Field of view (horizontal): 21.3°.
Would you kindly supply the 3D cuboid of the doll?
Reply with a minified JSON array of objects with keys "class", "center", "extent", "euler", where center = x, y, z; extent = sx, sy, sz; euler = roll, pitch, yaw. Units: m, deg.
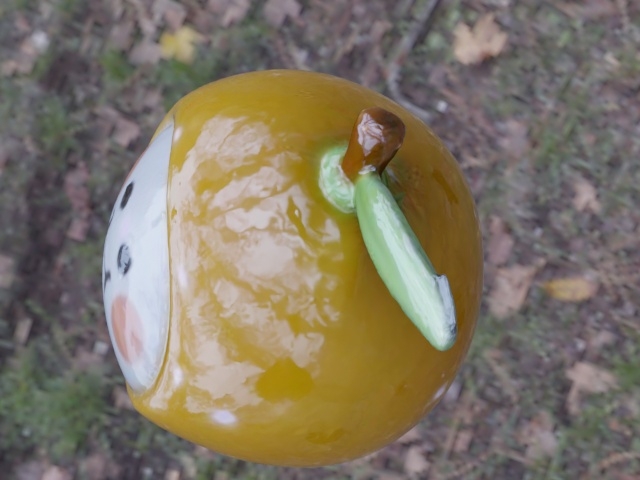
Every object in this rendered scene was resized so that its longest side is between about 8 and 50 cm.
[{"class":"doll","center":[0.000,0.000,0.861],"extent":[0.236,0.213,0.213],"euler":[133,142,-54]}]
